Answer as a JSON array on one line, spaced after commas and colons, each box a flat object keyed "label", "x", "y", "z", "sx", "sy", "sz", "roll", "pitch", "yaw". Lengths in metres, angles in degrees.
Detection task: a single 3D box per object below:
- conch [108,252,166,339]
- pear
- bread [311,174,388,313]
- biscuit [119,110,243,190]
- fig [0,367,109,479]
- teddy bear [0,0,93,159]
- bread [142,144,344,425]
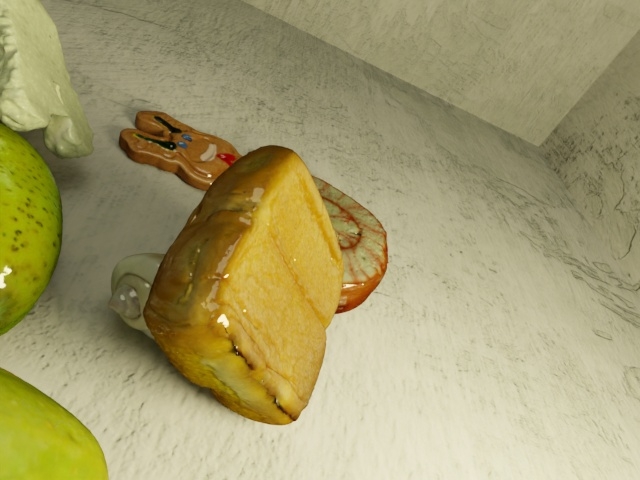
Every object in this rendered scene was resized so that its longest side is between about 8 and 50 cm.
[{"label": "conch", "x": -0.210, "y": 0.091, "z": 0.757, "sx": 0.255, "sy": 0.158, "sz": 0.127, "roll": 5, "pitch": 63, "yaw": -48}, {"label": "pear", "x": -0.472, "y": -0.012, "z": 0.596, "sx": 0.318, "sy": 0.238, "sz": 0.342, "roll": 40, "pitch": 35, "yaw": 25}, {"label": "bread", "x": 0.003, "y": 0.003, "z": 1.029, "sx": 0.295, "sy": 0.114, "sz": 0.328, "roll": 24, "pitch": 36, "yaw": -13}, {"label": "biscuit", "x": -0.279, "y": -0.196, "z": 1.115, "sx": 0.334, "sy": 0.047, "sz": 0.202, "roll": 25, "pitch": 36, "yaw": -10}, {"label": "fig", "x": -0.349, "y": 0.217, "z": 0.414, "sx": 0.326, "sy": 0.258, "sz": 0.258, "roll": 22, "pitch": 32, "yaw": -46}, {"label": "teddy bear", "x": -0.629, "y": -0.282, "z": 0.826, "sx": 0.362, "sy": 0.327, "sz": 0.375, "roll": -17, "pitch": 80, "yaw": 1}, {"label": "bread", "x": -0.090, "y": 0.062, "z": 0.708, "sx": 0.148, "sy": 0.337, "sz": 0.328, "roll": 2, "pitch": 54, "yaw": 22}]
